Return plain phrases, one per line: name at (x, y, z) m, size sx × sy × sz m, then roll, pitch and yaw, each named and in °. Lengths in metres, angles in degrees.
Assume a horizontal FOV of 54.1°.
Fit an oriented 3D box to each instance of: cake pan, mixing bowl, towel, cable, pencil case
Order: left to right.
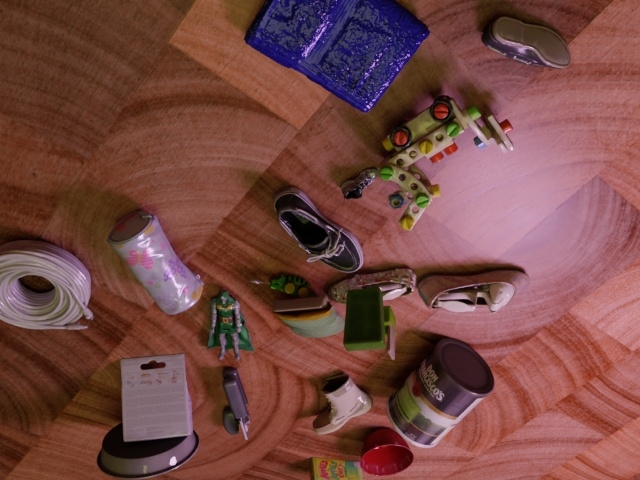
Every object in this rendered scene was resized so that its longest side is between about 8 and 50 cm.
cable at (-0.698, 0.111, 1.540) m, size 0.257 × 0.089 × 0.257 m, roll -1°, pitch 127°, yaw -5°
cake pan at (-0.505, 0.591, 1.835) m, size 0.294 × 0.293 × 0.054 m, roll -4°, pitch 104°, yaw -3°
pencil case at (-0.394, 0.057, 1.517) m, size 0.124 × 0.113 × 0.273 m, roll -27°, pitch 127°, yaw 2°
towel at (0.034, -0.402, 1.229) m, size 0.308 × 0.076 × 0.227 m, roll 25°, pitch 122°, yaw -24°
mixing bowl at (0.214, 0.699, 2.102) m, size 0.182 × 0.098 × 0.181 m, roll -4°, pitch 128°, yaw -5°

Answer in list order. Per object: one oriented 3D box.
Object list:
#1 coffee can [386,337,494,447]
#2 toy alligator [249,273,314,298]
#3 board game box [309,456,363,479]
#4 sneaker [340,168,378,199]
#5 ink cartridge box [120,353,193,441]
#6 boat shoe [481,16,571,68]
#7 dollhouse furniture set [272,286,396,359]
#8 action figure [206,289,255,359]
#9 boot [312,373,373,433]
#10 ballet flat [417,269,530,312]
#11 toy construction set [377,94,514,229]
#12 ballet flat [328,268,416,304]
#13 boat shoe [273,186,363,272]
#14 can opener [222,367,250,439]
coffee can at (0.351, 0.455, 1.861) m, size 0.202 × 0.201 × 0.275 m, roll 20°, pitch 123°, yaw -21°
toy alligator at (-0.091, 0.111, 1.638) m, size 0.190 × 0.056 × 0.051 m, roll 20°, pitch 81°, yaw -19°
board game box at (0.056, 0.813, 2.178) m, size 0.182 × 0.092 × 0.043 m, roll 11°, pitch 126°, yaw -15°
sneaker at (0.096, -0.124, 1.459) m, size 0.098 × 0.069 × 0.038 m, roll -30°, pitch 126°, yaw 17°
ink cartridge box at (-0.471, 0.451, 1.801) m, size 0.189 × 0.232 × 0.066 m, roll -5°, pitch 168°, yaw -4°
boat shoe at (0.427, -0.403, 1.298) m, size 0.206 × 0.075 × 0.065 m, roll 13°, pitch 169°, yaw -23°
dollhouse furniture set at (0.033, 0.242, 1.622) m, size 0.302 × 0.151 × 0.197 m, roll -7°, pitch 147°, yaw 15°
action figure at (-0.255, 0.227, 1.703) m, size 0.137 × 0.063 × 0.232 m, roll -1°, pitch 125°, yaw -2°
boot at (0.037, 0.506, 1.945) m, size 0.213 × 0.077 × 0.165 m, roll -31°, pitch 126°, yaw 11°
ballet flat at (0.423, 0.148, 1.689) m, size 0.316 × 0.106 × 0.107 m, roll -5°, pitch 128°, yaw -3°
toy construction set at (0.263, -0.189, 1.376) m, size 0.328 × 0.151 × 0.215 m, roll -34°, pitch 100°, yaw 10°
ballet flat at (0.138, 0.130, 1.660) m, size 0.241 × 0.077 × 0.091 m, roll -15°, pitch 129°, yaw 6°
boat shoe at (0.003, -0.002, 1.521) m, size 0.113 × 0.104 × 0.306 m, roll -30°, pitch 125°, yaw 16°
can opener at (-0.271, 0.507, 1.909) m, size 0.095 × 0.076 × 0.283 m, roll -10°, pitch 127°, yaw 0°
